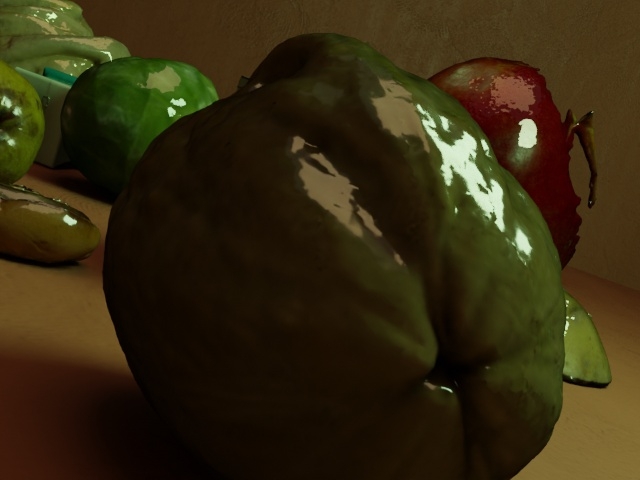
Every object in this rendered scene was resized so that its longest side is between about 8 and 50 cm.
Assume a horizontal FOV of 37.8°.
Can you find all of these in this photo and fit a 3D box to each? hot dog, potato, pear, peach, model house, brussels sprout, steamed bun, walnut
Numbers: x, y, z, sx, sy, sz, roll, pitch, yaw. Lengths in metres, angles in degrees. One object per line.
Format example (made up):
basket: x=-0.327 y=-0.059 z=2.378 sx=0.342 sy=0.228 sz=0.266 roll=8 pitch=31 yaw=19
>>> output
hot dog: x=-0.257 y=-0.020 z=0.795 sx=0.140 sy=0.060 sz=0.090 roll=14 pitch=4 yaw=-16
potato: x=0.261 y=0.084 z=1.227 sx=0.239 sy=0.116 sz=0.299 roll=19 pitch=7 yaw=-44
pear: x=-0.354 y=-0.120 z=0.940 sx=0.148 sy=0.149 sz=0.162 roll=14 pitch=6 yaw=-37
peach: x=0.247 y=-0.081 z=1.517 sx=0.310 sy=0.406 sz=0.335 roll=-15 pitch=32 yaw=-18
model house: x=-0.381 y=-0.178 z=1.358 sx=0.100 sy=0.127 sz=0.149 roll=21 pitch=11 yaw=11
brussels sprout: x=-0.230 y=-0.143 z=1.248 sx=0.244 sy=0.244 sz=0.244 roll=19 pitch=7 yaw=-3
steamed bun: x=-0.510 y=-0.334 z=1.732 sx=0.324 sy=0.231 sz=0.372 roll=11 pitch=7 yaw=-33
walnut: x=0.006 y=0.023 z=0.497 sx=0.227 sy=0.283 sz=0.283 roll=-14 pitch=20 yaw=-19

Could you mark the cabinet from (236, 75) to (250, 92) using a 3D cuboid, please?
cabinet: x=-0.020 y=-0.026 z=0.879 sx=0.150 sy=0.206 sz=0.145 roll=14 pitch=9 yaw=-35
